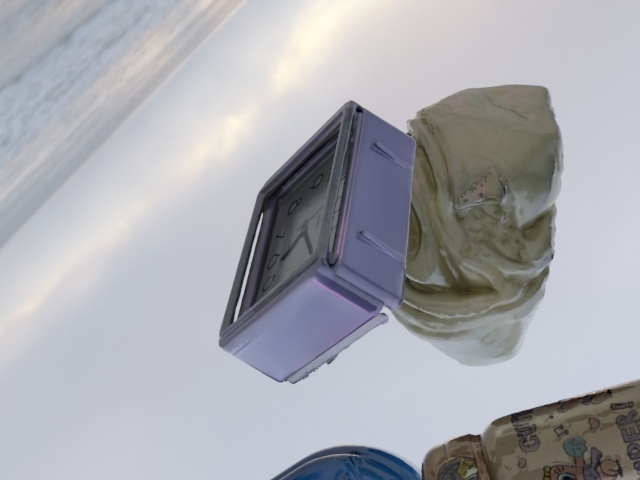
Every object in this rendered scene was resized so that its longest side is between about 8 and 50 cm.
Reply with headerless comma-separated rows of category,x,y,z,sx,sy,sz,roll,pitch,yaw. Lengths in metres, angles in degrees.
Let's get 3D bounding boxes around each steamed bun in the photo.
steamed bun,0.157,-0.027,1.062,0.275,0.206,0.320,96,-2,-71

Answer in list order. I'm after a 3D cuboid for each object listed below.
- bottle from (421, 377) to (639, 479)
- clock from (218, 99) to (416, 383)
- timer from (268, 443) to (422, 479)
bottle,0.189,0.189,0.776,0.209,0.097,0.110,-18,159,12
clock,0.001,0.000,0.725,0.144,0.073,0.193,-41,-153,40
timer,0.001,0.379,0.868,0.340,0.309,0.115,-34,157,8
